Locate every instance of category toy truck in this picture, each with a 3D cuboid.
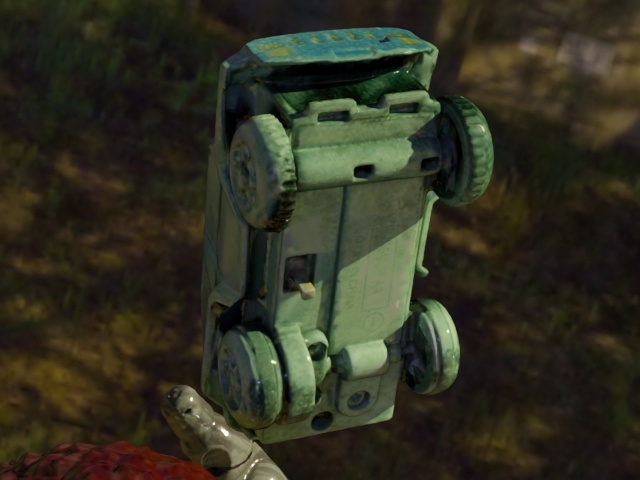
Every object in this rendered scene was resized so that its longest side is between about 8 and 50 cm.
[{"bbox_3d":[0.000,0.000,0.898,0.155,0.278,0.156,-9,35,-22],"label":"toy truck"}]

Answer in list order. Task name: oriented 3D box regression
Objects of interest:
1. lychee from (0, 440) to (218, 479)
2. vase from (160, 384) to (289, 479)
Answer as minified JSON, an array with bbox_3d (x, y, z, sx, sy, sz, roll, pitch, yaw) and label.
[{"bbox_3d":[-0.116,0.235,0.734,0.261,0.260,0.260,16,12,-4],"label":"lychee"},{"bbox_3d":[-0.062,0.192,1.124,0.211,0.060,0.060,56,-8,-28],"label":"vase"}]
